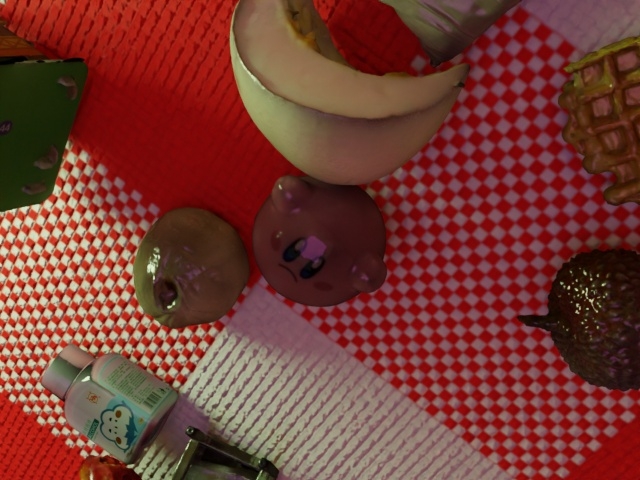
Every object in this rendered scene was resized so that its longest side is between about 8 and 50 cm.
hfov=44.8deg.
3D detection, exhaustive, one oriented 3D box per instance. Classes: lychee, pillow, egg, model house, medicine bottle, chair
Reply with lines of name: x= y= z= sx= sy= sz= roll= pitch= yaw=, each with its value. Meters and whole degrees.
lychee: x=0.326 y=0.089 z=0.872 sx=0.197 sy=0.165 sz=0.165 roll=-9 pitch=109 yaw=-2
pillow: x=0.096 y=-0.316 z=0.846 sx=0.270 sy=0.067 sz=0.173 roll=42 pitch=122 yaw=-1
egg: x=0.012 y=-0.153 z=0.877 sx=0.271 sy=0.206 sz=0.161 roll=25 pitch=143 yaw=12
model house: x=-0.539 y=-0.180 z=0.967 sx=0.313 sy=0.358 sz=0.242 roll=33 pitch=119 yaw=16
medicine bottle: x=-0.331 y=0.243 z=1.200 sx=0.188 sy=0.094 sz=0.119 roll=33 pitch=118 yaw=4
chair: x=-0.148 y=0.392 z=1.193 sx=0.136 sy=0.147 sz=0.270 roll=20 pitch=159 yaw=13

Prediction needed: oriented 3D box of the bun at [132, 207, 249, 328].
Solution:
bun: x=-0.188 y=0.047 z=1.061 sx=0.167 sy=0.113 sz=0.173 roll=21 pitch=114 yaw=10

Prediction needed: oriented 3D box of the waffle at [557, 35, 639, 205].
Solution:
waffle: x=0.384 y=-0.120 z=0.831 sx=0.229 sy=0.057 sz=0.219 roll=-19 pitch=104 yaw=25

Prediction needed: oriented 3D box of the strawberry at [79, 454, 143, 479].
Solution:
strawberry: x=-0.297 y=0.471 z=1.201 sx=0.149 sy=0.265 sz=0.336 roll=0 pitch=127 yaw=-10

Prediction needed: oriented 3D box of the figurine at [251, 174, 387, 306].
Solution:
figurine: x=0.000 y=0.000 z=0.948 sx=0.173 sy=0.173 sz=0.173 roll=7 pitch=113 yaw=16
